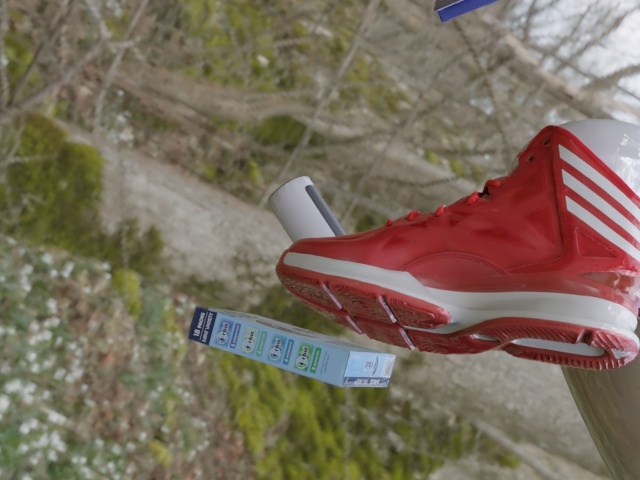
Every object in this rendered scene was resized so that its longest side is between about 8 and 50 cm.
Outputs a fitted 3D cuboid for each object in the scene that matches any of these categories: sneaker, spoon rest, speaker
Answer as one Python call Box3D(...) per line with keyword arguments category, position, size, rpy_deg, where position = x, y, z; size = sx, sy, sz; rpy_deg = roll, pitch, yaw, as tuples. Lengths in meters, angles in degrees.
Box3D(category="sneaker", position=(0.089, -0.003, 0.701), size=(0.087, 0.221, 0.128), rpy_deg=(58, 47, -58))
Box3D(category="spoon rest", position=(0.283, -0.020, 0.959), size=(0.137, 0.276, 0.084), rpy_deg=(118, -10, -45))
Box3D(category="speaker", position=(0.000, 0.000, 1.276), size=(0.055, 0.136, 0.055), rpy_deg=(-30, 164, -10))

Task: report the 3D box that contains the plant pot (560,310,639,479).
Box3D(category="plant pot", position=(0.359, 0.165, 1.126), size=(0.256, 0.256, 0.274), rpy_deg=(-121, -162, -81))

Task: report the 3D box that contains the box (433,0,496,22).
Box3D(category="box", position=(0.241, -0.378, 1.731), size=(0.136, 0.037, 0.225), rpy_deg=(-19, -159, 21))

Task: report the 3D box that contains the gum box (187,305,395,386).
Box3D(category="gum box", position=(-0.028, 0.118, 1.302), size=(0.157, 0.184, 0.041), rpy_deg=(17, 87, -68))
